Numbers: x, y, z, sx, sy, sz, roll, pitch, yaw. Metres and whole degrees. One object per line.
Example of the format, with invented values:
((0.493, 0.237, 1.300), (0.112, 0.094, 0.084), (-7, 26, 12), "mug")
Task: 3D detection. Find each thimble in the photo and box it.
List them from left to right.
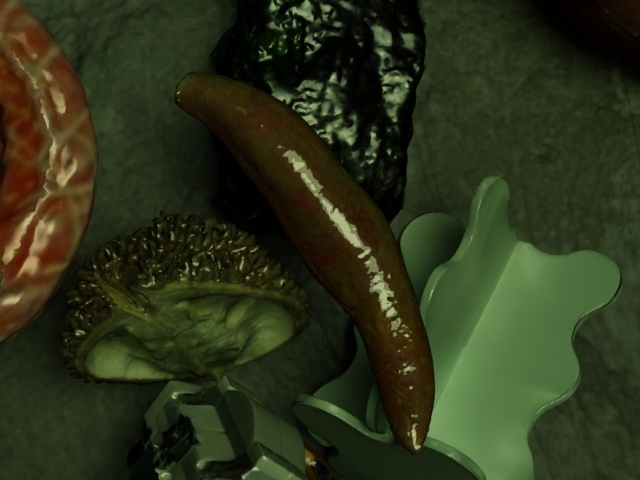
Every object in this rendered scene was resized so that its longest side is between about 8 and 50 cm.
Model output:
((-0.247, -0.035, 0.657), (0.239, 0.162, 0.239), (3, 80, -17), "thimble")

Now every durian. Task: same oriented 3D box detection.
((-0.086, 0.036, 0.701), (0.148, 0.188, 0.091), (-20, 60, -2), "durian")

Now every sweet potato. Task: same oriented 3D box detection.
((0.008, 0.000, 0.663), (0.078, 0.058, 0.255), (-24, 80, -50), "sweet potato")

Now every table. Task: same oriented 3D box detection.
((0.096, 0.071, 0.762), (0.166, 0.166, 0.198), (35, 66, -10), "table")

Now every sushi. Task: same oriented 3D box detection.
((-0.004, -0.111, 0.765), (0.127, 0.124, 0.225), (10, 81, -19), "sushi")

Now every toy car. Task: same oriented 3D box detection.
((0.019, 0.195, 0.680), (0.301, 0.193, 0.118), (33, 95, -20), "toy car")

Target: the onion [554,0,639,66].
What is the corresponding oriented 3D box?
((0.302, -0.292, 0.803), (0.341, 0.341, 0.341), (3, 81, -17), "onion")
